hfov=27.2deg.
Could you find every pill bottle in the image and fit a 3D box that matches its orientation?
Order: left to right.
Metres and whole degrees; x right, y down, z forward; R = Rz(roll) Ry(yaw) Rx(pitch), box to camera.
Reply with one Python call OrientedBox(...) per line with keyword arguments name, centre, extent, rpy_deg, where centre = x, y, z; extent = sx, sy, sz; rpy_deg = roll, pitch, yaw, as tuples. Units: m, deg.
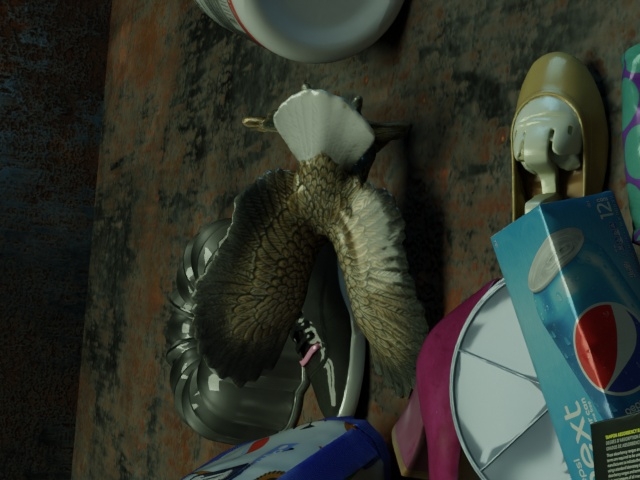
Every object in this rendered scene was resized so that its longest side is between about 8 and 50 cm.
OrientedBox(name="pill bottle", centre=(-0.051, -0.337, 1.565), extent=(0.363, 0.210, 0.210), rpy_deg=(-138, 56, -65))

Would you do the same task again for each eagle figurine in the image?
OrientedBox(name="eagle figurine", centre=(0.008, 0.004, 1.378), extent=(0.226, 0.225, 0.298), rpy_deg=(-19, 56, 56))

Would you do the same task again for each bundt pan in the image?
OrientedBox(name="bundt pan", centre=(-0.121, 0.118, 1.760), extent=(0.331, 0.124, 0.330), rpy_deg=(-175, 90, -70))

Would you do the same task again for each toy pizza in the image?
OrientedBox(name="toy pizza", centre=(0.188, 0.113, 0.985), extent=(0.201, 0.032, 0.201), rpy_deg=(-1, 88, 35))

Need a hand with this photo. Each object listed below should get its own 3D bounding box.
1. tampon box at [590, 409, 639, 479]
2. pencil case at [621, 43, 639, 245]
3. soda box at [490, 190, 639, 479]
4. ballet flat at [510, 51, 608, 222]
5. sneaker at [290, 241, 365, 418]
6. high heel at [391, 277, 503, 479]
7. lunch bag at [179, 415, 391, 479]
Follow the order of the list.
OrientedBox(name="tampon box", centre=(0.244, 0.183, 0.793), extent=(0.101, 0.120, 0.161), rpy_deg=(147, 126, -62))
OrientedBox(name="pencil case", centre=(0.248, -0.069, 0.923), extent=(0.070, 0.064, 0.151), rpy_deg=(-6, 77, 25))
OrientedBox(name="soda box", centre=(0.191, 0.077, 0.907), extent=(0.071, 0.067, 0.210), rpy_deg=(-41, 63, 60))
OrientedBox(name="ballet flat", centre=(0.186, -0.043, 1.053), extent=(0.080, 0.073, 0.232), rpy_deg=(-6, 82, 30))
OrientedBox(name="sneaker", centre=(-0.038, 0.075, 1.518), extent=(0.104, 0.147, 0.295), rpy_deg=(130, 139, -53))
OrientedBox(name="high heel", centre=(0.154, 0.198, 1.034), extent=(0.181, 0.127, 0.377), rpy_deg=(-65, 32, 27))
OrientedBox(name="lunch bag", centre=(-0.107, 0.364, 1.324), extent=(0.239, 0.328, 0.385), rpy_deg=(40, 128, 18))
